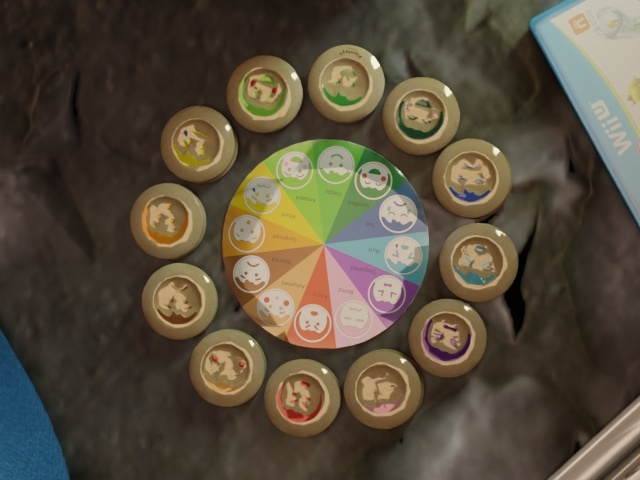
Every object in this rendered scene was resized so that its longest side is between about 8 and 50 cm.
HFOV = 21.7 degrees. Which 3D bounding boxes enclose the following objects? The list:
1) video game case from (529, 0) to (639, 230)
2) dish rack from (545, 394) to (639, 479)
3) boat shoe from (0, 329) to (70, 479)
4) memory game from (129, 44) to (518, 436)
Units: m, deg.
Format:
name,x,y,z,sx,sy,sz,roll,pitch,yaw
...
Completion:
name,x,y,z,sx,sy,sz,roll,pitch,yaw
video game case,0.193,-0.086,0.744,0.166,0.015,0.119,-29,85,9
dish rack,0.207,0.197,0.712,0.333,0.072,0.285,-44,82,6
boat shoe,-0.196,0.066,0.779,0.089,0.109,0.258,-35,67,15
memory game,0.000,0.000,0.778,0.186,0.012,0.186,0,89,9
